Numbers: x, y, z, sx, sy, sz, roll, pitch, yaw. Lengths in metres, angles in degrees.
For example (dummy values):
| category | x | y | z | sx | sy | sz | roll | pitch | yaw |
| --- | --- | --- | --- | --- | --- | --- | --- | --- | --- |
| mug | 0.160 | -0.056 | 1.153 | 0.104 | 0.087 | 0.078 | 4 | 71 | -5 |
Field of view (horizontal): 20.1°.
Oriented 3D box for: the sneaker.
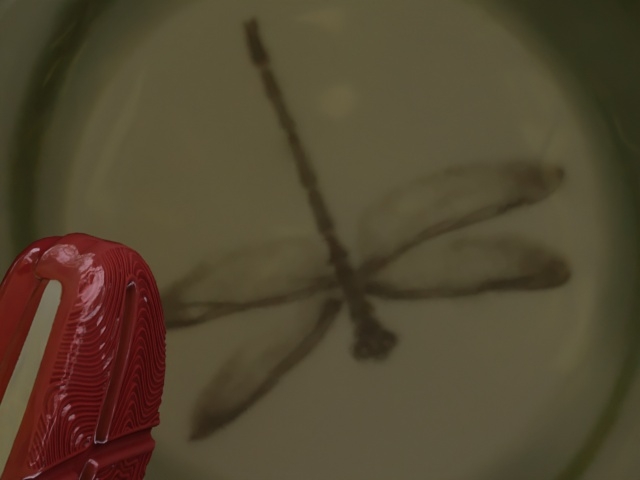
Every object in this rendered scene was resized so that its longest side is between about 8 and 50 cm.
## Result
| category | x | y | z | sx | sy | sz | roll | pitch | yaw |
| --- | --- | --- | --- | --- | --- | --- | --- | --- | --- |
| sneaker | -0.130 | 0.086 | 0.465 | 0.128 | 0.087 | 0.221 | 23 | -84 | 16 |

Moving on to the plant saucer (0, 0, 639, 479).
| category | x | y | z | sx | sy | sz | roll | pitch | yaw |
| --- | --- | --- | --- | --- | --- | --- | --- | --- | --- |
| plant saucer | 0.000 | 0.000 | 0.605 | 0.400 | 0.100 | 0.400 | 1 | -85 | 12 |
